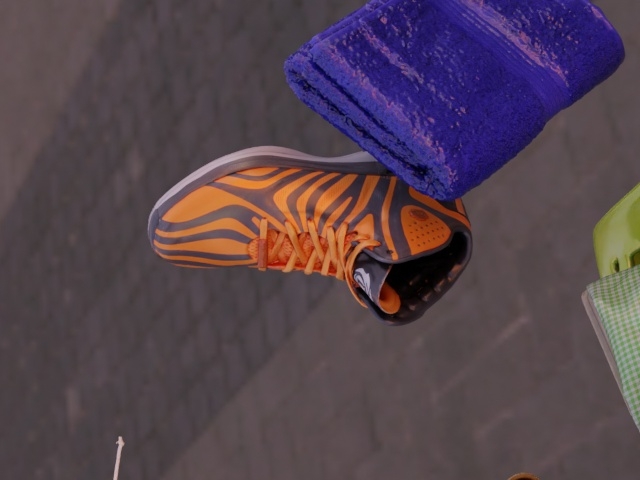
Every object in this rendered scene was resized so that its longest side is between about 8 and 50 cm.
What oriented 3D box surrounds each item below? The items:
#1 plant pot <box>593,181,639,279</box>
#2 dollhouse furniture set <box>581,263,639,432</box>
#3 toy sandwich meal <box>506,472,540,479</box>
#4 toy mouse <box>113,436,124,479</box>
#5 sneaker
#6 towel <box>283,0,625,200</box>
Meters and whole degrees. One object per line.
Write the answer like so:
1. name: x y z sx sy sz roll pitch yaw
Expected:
1. plant pot: 0.406 0.052 1.746 0.228 0.227 0.207 131 143 -60
2. dollhouse furniture set: 0.332 0.074 1.491 0.151 0.198 0.301 64 -174 -48
3. toy sandwich meal: 0.172 0.234 1.558 0.029 0.086 0.085 1 92 47
4. toy mouse: -0.178 0.245 1.353 0.031 0.143 0.161 -156 44 -76
5. sneaker: 0.000 0.000 1.826 0.180 0.321 0.124 -114 18 -47
6. towel: 0.139 -0.186 1.833 0.228 0.308 0.076 38 143 17
